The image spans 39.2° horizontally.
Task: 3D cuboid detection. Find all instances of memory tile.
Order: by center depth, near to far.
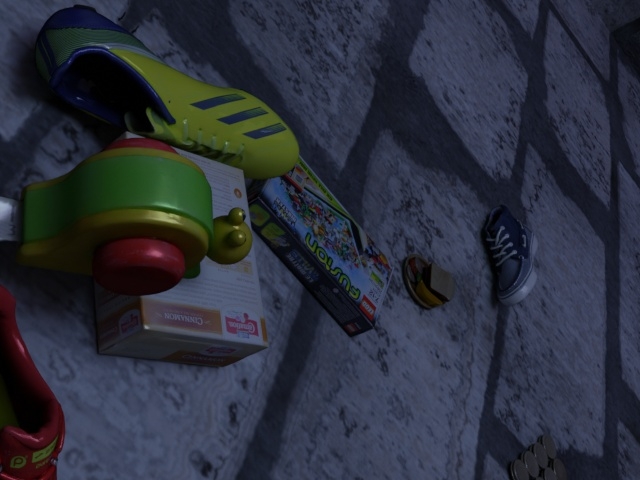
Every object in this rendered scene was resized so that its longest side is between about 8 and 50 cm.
[{"bbox_3d":[0.306,0.337,1.230,0.148,0.012,0.113,-13,79,-56],"label":"memory tile"}]

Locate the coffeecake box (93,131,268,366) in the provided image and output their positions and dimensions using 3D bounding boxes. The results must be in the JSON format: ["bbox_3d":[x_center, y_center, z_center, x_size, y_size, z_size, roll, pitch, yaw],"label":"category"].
[{"bbox_3d":[-0.131,0.013,0.816,0.142,0.068,0.186,16,56,-46],"label":"coffeecake box"}]

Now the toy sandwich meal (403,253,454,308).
[{"bbox_3d":[0.144,0.053,1.188,0.085,0.029,0.086,31,45,-38],"label":"toy sandwich meal"}]

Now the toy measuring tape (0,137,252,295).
[{"bbox_3d":[-0.191,-0.029,0.655,0.330,0.121,0.121,11,58,-30],"label":"toy measuring tape"}]

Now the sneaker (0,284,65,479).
[{"bbox_3d":[-0.208,0.156,0.575,0.107,0.118,0.279,-10,76,-54],"label":"sneaker"}]

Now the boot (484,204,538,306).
[{"bbox_3d":[0.281,0.021,1.369,0.086,0.069,0.190,46,29,-12],"label":"boot"}]

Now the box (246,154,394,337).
[{"bbox_3d":[0.000,0.000,1.027,0.207,0.036,0.114,49,37,-21],"label":"box"}]

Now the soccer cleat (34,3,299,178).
[{"bbox_3d":[-0.139,-0.116,0.858,0.289,0.093,0.121,27,29,-33],"label":"soccer cleat"}]
